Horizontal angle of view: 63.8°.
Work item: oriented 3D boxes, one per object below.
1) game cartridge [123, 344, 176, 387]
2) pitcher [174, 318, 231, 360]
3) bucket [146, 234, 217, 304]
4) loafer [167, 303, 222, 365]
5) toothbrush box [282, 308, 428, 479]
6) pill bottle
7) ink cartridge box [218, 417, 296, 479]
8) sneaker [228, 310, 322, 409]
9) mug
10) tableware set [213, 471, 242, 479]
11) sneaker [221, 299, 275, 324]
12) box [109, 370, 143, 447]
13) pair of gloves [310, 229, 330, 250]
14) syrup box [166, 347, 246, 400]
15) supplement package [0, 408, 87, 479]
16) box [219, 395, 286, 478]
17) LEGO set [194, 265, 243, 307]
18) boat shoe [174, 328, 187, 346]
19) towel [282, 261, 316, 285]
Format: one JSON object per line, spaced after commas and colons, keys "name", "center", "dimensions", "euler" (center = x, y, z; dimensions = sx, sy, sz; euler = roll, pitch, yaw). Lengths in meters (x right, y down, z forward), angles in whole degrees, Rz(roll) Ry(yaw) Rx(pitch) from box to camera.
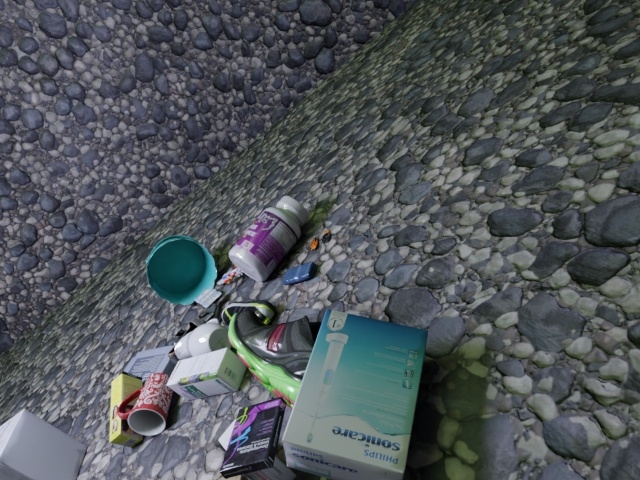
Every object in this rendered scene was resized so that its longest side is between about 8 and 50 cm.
{"name": "game cartridge", "center": [-0.623, 0.480, 1.845], "dimensions": [0.297, 0.062, 0.198], "euler": [-17, 40, 40]}
{"name": "pitcher", "center": [-0.361, 0.315, 1.669], "dimensions": [0.207, 0.125, 0.178], "euler": [-18, 29, 48]}
{"name": "bucket", "center": [-0.574, 0.113, 2.099], "dimensions": [0.281, 0.281, 0.183], "euler": [-47, 22, -11]}
{"name": "loafer", "center": [-0.433, 0.319, 1.793], "dimensions": [0.096, 0.084, 0.267], "euler": [-16, 36, 41]}
{"name": "toothbrush box", "center": [0.076, 0.301, 0.992], "dimensions": [0.216, 0.126, 0.295], "euler": [10, 46, 12]}
{"name": "pill bottle", "center": [-0.178, -0.013, 1.858], "dimensions": [0.301, 0.169, 0.169], "euler": [-52, 28, -20]}
{"name": "ink cartridge box", "center": [-0.131, 0.481, 1.117], "dimensions": [0.067, 0.115, 0.198], "euler": [-48, 28, -16]}
{"name": "sneaker", "center": [-0.070, 0.286, 1.295], "dimensions": [0.202, 0.185, 0.483], "euler": [-42, 34, -19]}
{"name": "mug", "center": [-0.537, 0.498, 1.607], "dimensions": [0.113, 0.150, 0.169], "euler": [-59, 14, 25]}
{"name": "tableware set", "center": [-0.254, 0.604, 1.181], "dimensions": [0.194, 0.039, 0.128], "euler": [-33, 12, 4]}
{"name": "sneaker", "center": [-0.246, 0.252, 1.646], "dimensions": [0.235, 0.084, 0.097], "euler": [-18, 36, 39]}
{"name": "box", "center": [-0.624, 0.539, 1.655], "dimensions": [0.058, 0.087, 0.232], "euler": [-40, 43, 16]}
{"name": "pair of gloves", "center": [0.000, 0.000, 1.777], "dimensions": [0.083, 0.010, 0.074], "euler": [-30, 28, 17]}
{"name": "syrup box", "center": [-0.341, 0.403, 1.536], "dimensions": [0.237, 0.093, 0.096], "euler": [-22, 33, 34]}
{"name": "supplement package", "center": [-0.934, 0.720, 1.664], "dimensions": [0.145, 0.262, 0.204], "euler": [-35, 27, 13]}
{"name": "box", "center": [-0.138, 0.409, 1.075], "dimensions": [0.116, 0.029, 0.162], "euler": [-23, 26, 19]}
{"name": "LEGO set", "center": [-0.380, 0.149, 1.978], "dimensions": [0.244, 0.060, 0.182], "euler": [-42, 18, -19]}
{"name": "boat shoe", "center": [-0.497, 0.342, 1.852], "dimensions": [0.049, 0.040, 0.142], "euler": [1, 9, -6]}
{"name": "towel", "center": [-0.068, 0.111, 1.681], "dimensions": [0.119, 0.029, 0.067], "euler": [-19, 34, 37]}
